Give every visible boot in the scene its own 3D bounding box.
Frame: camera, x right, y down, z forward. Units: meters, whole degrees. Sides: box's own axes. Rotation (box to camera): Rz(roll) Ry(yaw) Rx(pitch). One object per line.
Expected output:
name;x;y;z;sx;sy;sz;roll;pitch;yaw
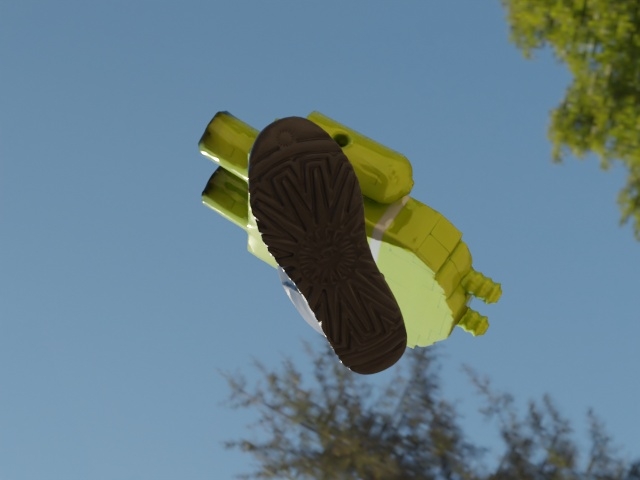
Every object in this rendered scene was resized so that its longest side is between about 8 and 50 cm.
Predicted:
boot;-0.003;0.000;0.934;0.076;0.208;0.189;-18;-81;0

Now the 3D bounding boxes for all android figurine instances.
android figurine;0.023;-0.005;1.095;0.056;0.273;0.248;-54;-16;-26
